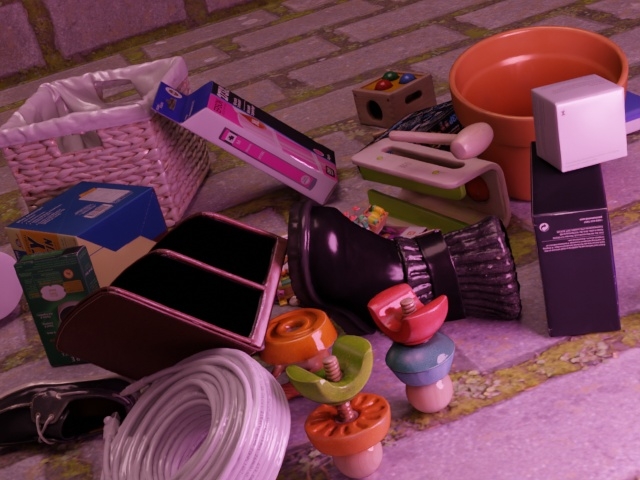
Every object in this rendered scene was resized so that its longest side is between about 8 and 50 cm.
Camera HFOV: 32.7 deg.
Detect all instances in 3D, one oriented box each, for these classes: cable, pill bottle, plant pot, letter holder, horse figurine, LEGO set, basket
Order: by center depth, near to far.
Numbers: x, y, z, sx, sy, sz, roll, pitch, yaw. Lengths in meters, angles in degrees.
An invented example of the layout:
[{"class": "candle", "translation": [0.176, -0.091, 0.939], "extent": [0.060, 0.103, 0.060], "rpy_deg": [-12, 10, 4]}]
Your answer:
[{"class": "cable", "translation": [-0.149, 0.246, 1.259], "extent": [0.257, 0.089, 0.257], "rpy_deg": [-29, 36, 27]}, {"class": "letter holder", "translation": [-0.208, 0.074, 1.416], "extent": [0.302, 0.214, 0.152], "rpy_deg": [-37, 35, 59]}, {"class": "horse figurine", "translation": [-0.047, 0.162, 1.513], "extent": [0.174, 0.066, 0.263], "rpy_deg": [-21, 22, 0]}, {"class": "LEGO set", "translation": [0.000, 0.000, 1.676], "extent": [0.287, 0.107, 0.132], "rpy_deg": [-28, 29, -21]}, {"class": "plant pot", "translation": [0.369, -0.203, 1.843], "extent": [0.290, 0.204, 0.291], "rpy_deg": [-7, 38, 6]}, {"class": "pill bottle", "translation": [-0.655, 0.063, 1.960], "extent": [0.264, 0.153, 0.153], "rpy_deg": [10, 34, 44]}, {"class": "basket", "translation": [-0.428, -0.189, 2.236], "extent": [0.328, 0.267, 0.331], "rpy_deg": [-9, 26, 12]}]

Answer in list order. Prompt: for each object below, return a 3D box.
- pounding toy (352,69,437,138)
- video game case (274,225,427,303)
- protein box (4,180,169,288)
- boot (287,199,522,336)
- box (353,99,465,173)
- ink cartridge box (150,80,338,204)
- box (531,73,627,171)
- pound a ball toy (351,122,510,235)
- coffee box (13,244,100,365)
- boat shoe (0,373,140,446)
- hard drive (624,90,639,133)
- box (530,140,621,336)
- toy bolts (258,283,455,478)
[{"class": "pounding toy", "translation": [0.165, -0.295, 2.335], "extent": [0.181, 0.094, 0.206], "rpy_deg": [-30, 28, -30]}, {"class": "video game case", "translation": [0.030, 0.038, 1.760], "extent": [0.232, 0.042, 0.210], "rpy_deg": [3, 30, 35]}, {"class": "protein box", "translation": [-0.419, -0.003, 1.987], "extent": [0.201, 0.136, 0.200], "rpy_deg": [6, 32, 38]}, {"class": "boot", "translation": [0.119, 0.026, 1.442], "extent": [0.260, 0.348, 0.131], "rpy_deg": [-8, 70, 19]}, {"class": "box", "translation": [0.193, -0.207, 2.134], "extent": [0.175, 0.051, 0.220], "rpy_deg": [-13, 19, 43]}, {"class": "ink cartridge box", "translation": [-0.138, -0.206, 2.072], "extent": [0.370, 0.069, 0.176], "rpy_deg": [27, 21, -13]}, {"class": "box", "translation": [0.353, -0.162, 1.491], "extent": [0.101, 0.102, 0.087], "rpy_deg": [-14, 23, -8]}, {"class": "pound a ball toy", "translation": [0.194, -0.119, 1.804], "extent": [0.135, 0.208, 0.319], "rpy_deg": [-29, 27, -27]}, {"class": "coffee box", "translation": [-0.391, 0.103, 1.688], "extent": [0.113, 0.184, 0.040], "rpy_deg": [-10, 22, 15]}, {"class": "boat shoe", "translation": [-0.366, 0.241, 1.499], "extent": [0.233, 0.084, 0.079], "rpy_deg": [-11, 24, 0]}, {"class": "hard drive", "translation": [0.450, -0.217, 2.072], "extent": [0.318, 0.040, 0.210], "rpy_deg": [-19, 24, -9]}, {"class": "box", "translation": [0.352, -0.013, 1.517], "extent": [0.103, 0.184, 0.261], "rpy_deg": [-5, 26, 13]}, {"class": "toy bolts", "translation": [0.054, 0.167, 1.336], "extent": [0.228, 0.159, 0.218], "rpy_deg": [-26, 23, -23]}]
